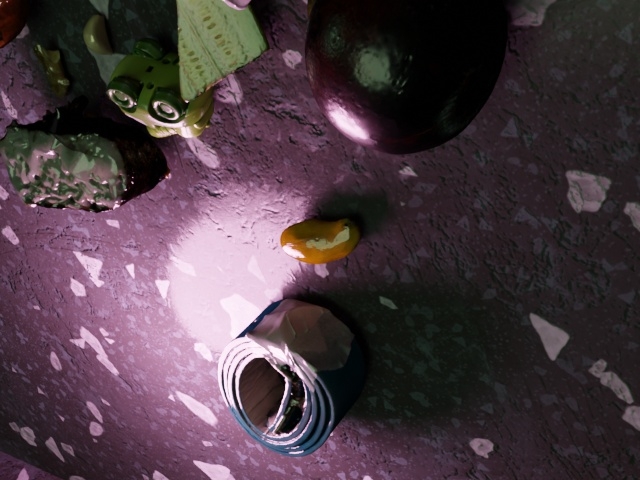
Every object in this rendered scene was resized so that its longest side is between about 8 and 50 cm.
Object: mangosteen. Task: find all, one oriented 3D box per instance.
[{"bbox_3d":[0.103,-0.273,1.053,0.300,0.300,0.300,19,132,22],"label":"mangosteen"}]

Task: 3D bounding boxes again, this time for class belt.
[{"bbox_3d":[-0.072,0.313,1.723,0.300,0.173,0.436,36,136,10],"label":"belt"}]

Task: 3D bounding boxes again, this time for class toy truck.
[{"bbox_3d":[-0.283,-0.265,1.448,0.187,0.148,0.210,9,148,26],"label":"toy truck"}]

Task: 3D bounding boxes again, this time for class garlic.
[{"bbox_3d":[-0.439,-0.402,1.505,0.041,0.053,0.083,27,132,36],"label":"garlic"}]

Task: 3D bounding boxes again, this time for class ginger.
[{"bbox_3d":[-0.570,-0.366,1.636,0.057,0.044,0.137,-7,130,5],"label":"ginger"}]

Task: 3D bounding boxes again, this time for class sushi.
[{"bbox_3d":[-0.501,-0.189,1.618,0.348,0.207,0.234,11,117,22],"label":"sushi"}]

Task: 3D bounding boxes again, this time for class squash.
[{"bbox_3d":[-0.217,-0.412,1.292,0.203,0.111,0.288,-26,110,24],"label":"squash"}]

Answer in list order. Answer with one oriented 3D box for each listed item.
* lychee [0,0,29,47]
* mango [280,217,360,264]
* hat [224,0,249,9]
[{"bbox_3d":[-0.686,-0.482,1.478,0.300,0.255,0.255,51,148,40],"label":"lychee"},{"bbox_3d":[0.000,0.000,1.497,0.190,0.075,0.098,-10,123,33],"label":"mango"},{"bbox_3d":[-0.100,-0.457,1.144,0.126,0.203,0.203,-10,118,22],"label":"hat"}]
